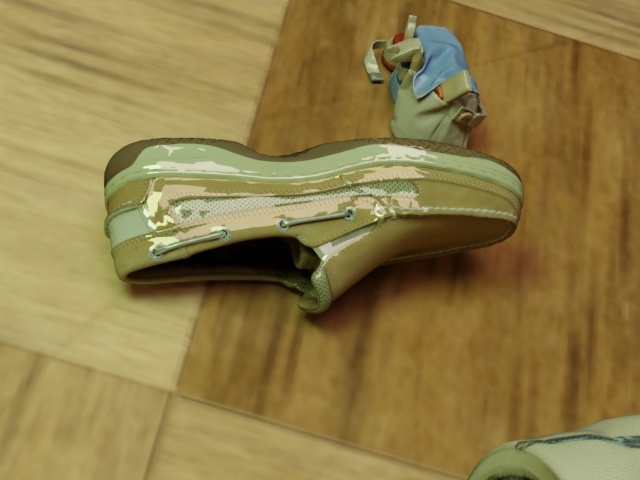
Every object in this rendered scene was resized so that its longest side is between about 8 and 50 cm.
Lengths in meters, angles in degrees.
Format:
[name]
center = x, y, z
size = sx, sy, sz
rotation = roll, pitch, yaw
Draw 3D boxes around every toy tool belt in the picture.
[toy tool belt]
center = 0.056, -0.088, 0.840
size = 0.052, 0.051, 0.083
rotation = -1, 47, -21

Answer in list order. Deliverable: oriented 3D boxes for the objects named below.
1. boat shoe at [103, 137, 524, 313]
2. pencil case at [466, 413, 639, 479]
[boat shoe]
center = 0.000, 0.000, 0.731
size = 0.190, 0.068, 0.072
rotation = -1, 59, -9
[pencil case]
center = 0.229, 0.148, 0.580
size = 0.410, 0.184, 0.160
rotation = 1, 41, -17
